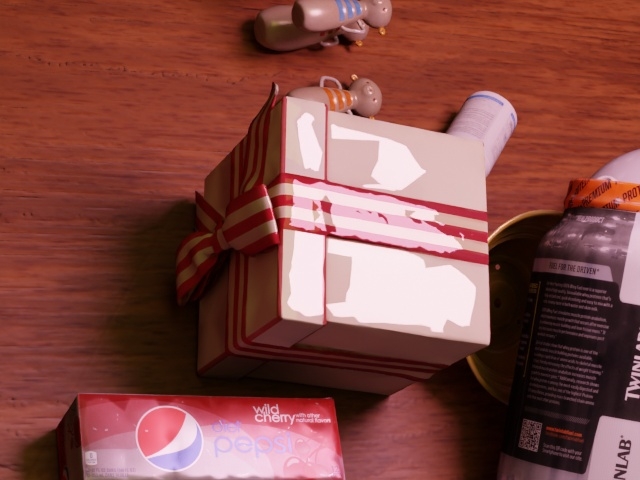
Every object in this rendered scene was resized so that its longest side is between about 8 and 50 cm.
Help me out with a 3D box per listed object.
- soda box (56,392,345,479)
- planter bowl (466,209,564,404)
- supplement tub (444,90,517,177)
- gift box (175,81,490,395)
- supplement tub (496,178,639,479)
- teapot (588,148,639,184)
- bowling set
[{"bbox_3d":[-0.114,0.203,1.420,0.263,0.083,0.092,5,60,-24],"label":"soda box"},{"bbox_3d":[0.217,0.072,1.634,0.217,0.090,0.217,-3,95,-30],"label":"planter bowl"},{"bbox_3d":[0.186,-0.122,1.775,0.071,0.071,0.107,36,52,-1],"label":"supplement tub"},{"bbox_3d":[0.000,0.000,1.501,0.258,0.255,0.276,8,63,-23],"label":"gift box"},{"bbox_3d":[0.306,0.116,1.517,0.207,0.207,0.338,10,89,-20],"label":"supplement tub"},{"bbox_3d":[0.435,-0.019,1.758,0.252,0.187,0.256,41,51,2],"label":"teapot"},{"bbox_3d":[0.019,-0.289,1.726,0.154,0.200,0.287,-10,69,-32],"label":"bowling set"}]
